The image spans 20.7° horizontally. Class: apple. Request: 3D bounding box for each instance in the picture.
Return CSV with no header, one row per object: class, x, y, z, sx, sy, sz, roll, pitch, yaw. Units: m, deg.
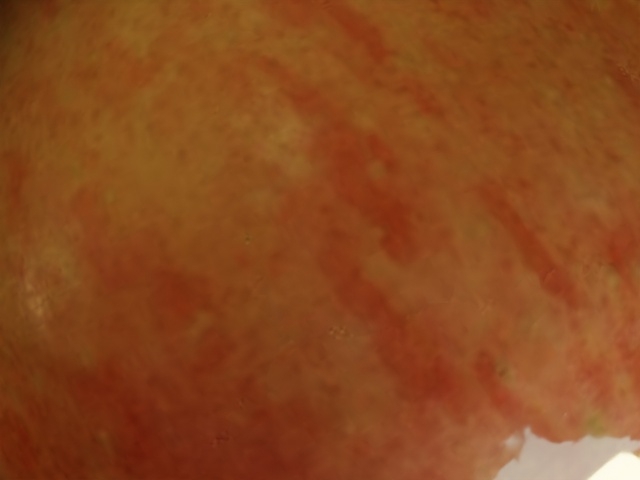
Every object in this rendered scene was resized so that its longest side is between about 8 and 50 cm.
apple,0.000,0.000,0.613,0.344,0.269,0.345,-29,-178,1
